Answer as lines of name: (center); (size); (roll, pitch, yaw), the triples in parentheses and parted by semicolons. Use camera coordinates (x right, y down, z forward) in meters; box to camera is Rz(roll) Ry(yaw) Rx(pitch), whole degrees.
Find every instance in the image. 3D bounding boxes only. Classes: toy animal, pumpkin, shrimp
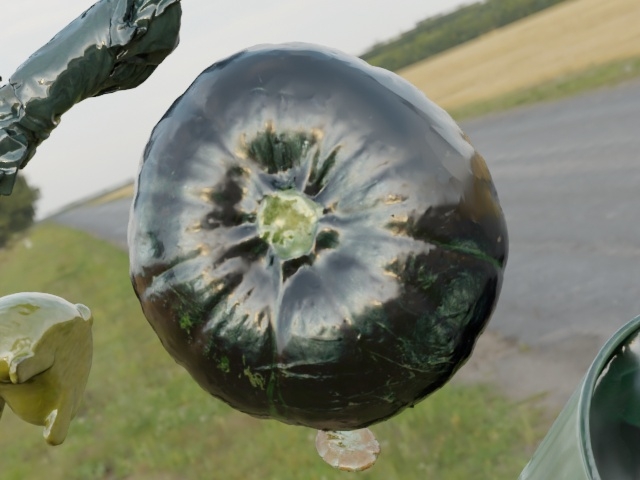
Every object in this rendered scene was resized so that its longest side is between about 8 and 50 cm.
toy animal: (-0.465, 0.155, 1.742); (0.363, 0.181, 0.180); (-4, 56, 19)
pumpkin: (0.000, 0.000, 1.117); (0.315, 0.315, 0.238); (-22, -12, 0)
shrimp: (0.030, 0.287, 2.099); (0.091, 0.043, 0.184); (-12, 34, -13)

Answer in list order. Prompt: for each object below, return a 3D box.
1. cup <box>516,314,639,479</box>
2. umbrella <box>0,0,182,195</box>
cup: (0.385, 0.260, 1.397); (0.401, 0.310, 0.392); (-18, -24, -23)
umbrella: (-0.220, -0.171, 1.321); (0.349, 0.094, 0.143); (-45, 40, -13)
